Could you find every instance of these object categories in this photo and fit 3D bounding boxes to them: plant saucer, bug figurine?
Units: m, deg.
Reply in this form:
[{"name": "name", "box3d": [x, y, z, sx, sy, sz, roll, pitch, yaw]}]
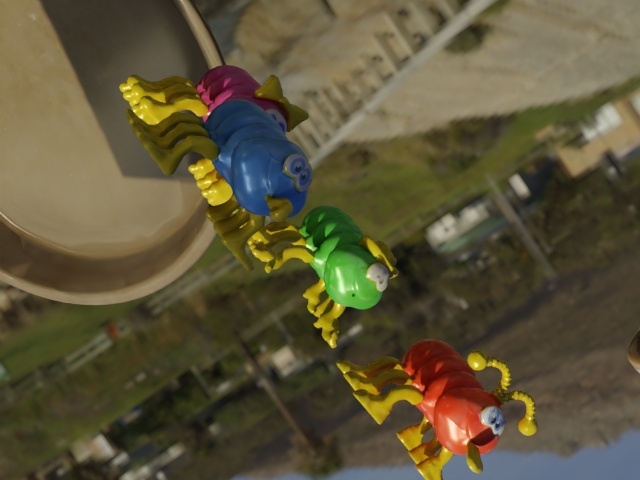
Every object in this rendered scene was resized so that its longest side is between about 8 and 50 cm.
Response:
[{"name": "plant saucer", "box3d": [-0.172, -0.089, 0.961, 0.278, 0.278, 0.041, -33, -172, 34]}, {"name": "bug figurine", "box3d": [0.000, 0.000, 0.766, 0.072, 0.279, 0.216, -38, -144, 1]}]

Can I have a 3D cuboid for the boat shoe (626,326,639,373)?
[{"name": "boat shoe", "box3d": [0.397, 0.121, 1.158, 0.123, 0.123, 0.342, -45, -155, -27]}]
